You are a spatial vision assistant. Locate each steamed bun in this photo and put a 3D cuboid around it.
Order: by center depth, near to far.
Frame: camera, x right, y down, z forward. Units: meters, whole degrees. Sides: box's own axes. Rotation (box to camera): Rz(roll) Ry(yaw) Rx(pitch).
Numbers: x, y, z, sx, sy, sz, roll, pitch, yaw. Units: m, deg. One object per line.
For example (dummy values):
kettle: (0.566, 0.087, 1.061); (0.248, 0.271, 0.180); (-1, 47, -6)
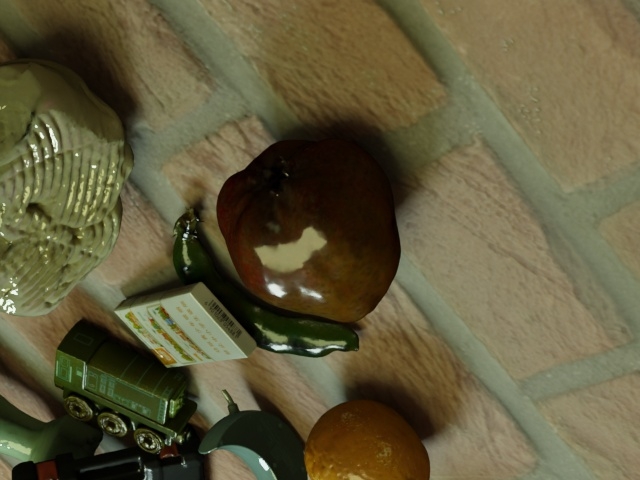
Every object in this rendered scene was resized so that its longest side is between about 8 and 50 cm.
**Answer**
steamed bun: (-0.377, -0.081, 1.671); (0.206, 0.275, 0.320); (40, 113, 33)

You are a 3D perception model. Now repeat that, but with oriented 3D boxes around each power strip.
power strip: (-0.091, 0.307, 1.923); (0.044, 0.137, 0.216); (-14, 115, 44)

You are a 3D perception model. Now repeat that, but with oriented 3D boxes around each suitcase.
suitcase: (-0.317, 0.392, 2.063); (0.285, 0.066, 0.206); (-11, 134, -13)

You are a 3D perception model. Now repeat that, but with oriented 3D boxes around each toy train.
toy train: (-0.286, 0.219, 1.988); (0.225, 0.090, 0.137); (22, 132, 10)

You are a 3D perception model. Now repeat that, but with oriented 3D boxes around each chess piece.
chess piece: (-0.498, 0.292, 2.115); (0.299, 0.194, 0.194); (25, 136, -6)

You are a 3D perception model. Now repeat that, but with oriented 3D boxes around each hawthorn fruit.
hawthorn fruit: (0.000, 0.000, 1.580); (0.208, 0.208, 0.248); (-2, 143, 30)

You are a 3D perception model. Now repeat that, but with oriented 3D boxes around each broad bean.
broad bean: (-0.090, 0.077, 1.782); (0.292, 0.049, 0.144); (39, 139, -8)

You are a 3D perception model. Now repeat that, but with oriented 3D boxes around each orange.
orange: (0.064, 0.298, 1.809); (0.177, 0.155, 0.177); (41, 172, 7)

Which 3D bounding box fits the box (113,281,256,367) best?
box: (-0.186, 0.119, 1.847); (0.122, 0.032, 0.220); (49, 148, -18)
